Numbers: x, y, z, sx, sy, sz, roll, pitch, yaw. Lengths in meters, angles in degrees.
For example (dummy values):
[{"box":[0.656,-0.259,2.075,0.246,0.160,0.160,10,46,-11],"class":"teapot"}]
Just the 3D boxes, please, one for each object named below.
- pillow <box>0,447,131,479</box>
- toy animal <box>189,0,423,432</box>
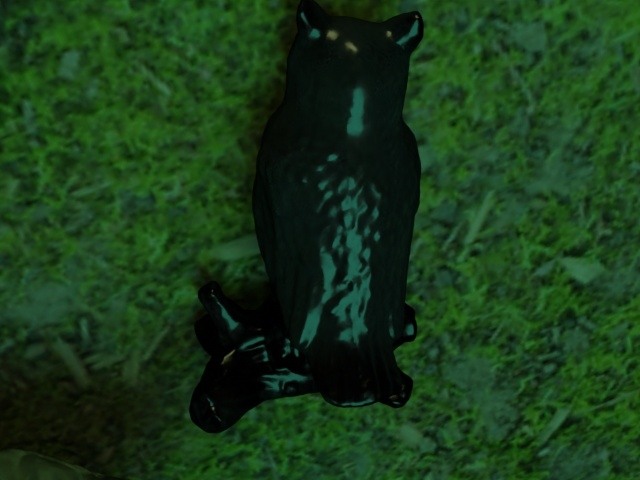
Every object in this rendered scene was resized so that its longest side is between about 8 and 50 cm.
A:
[{"box":[-0.202,0.203,0.616,0.310,0.138,0.283,17,96,-3],"class":"pillow"},{"box":[0.001,-0.002,0.608,0.121,0.117,0.210,-2,126,-9],"class":"toy animal"}]
